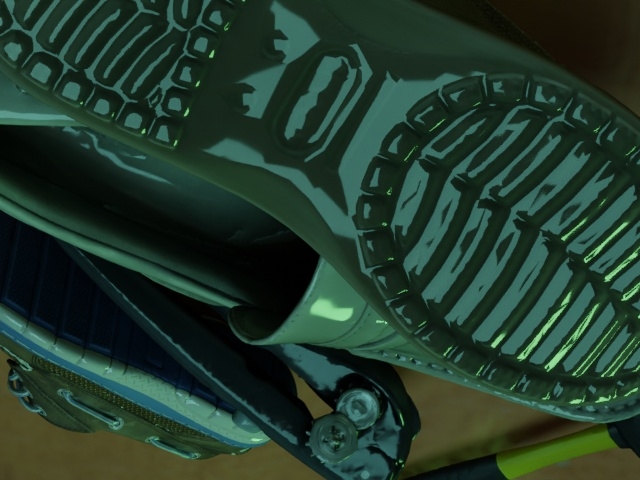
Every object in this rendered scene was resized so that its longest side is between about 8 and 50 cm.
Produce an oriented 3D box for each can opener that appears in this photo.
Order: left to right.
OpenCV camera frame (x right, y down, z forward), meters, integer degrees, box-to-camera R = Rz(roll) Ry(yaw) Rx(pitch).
[{"bbox_3d":[-0.035,0.040,0.666,0.186,0.073,0.059,36,87,-13],"label":"can opener"}]

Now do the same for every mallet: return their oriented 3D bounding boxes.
[{"bbox_3d":[0.096,0.107,0.742,0.189,0.039,0.062,-28,126,33],"label":"mallet"}]

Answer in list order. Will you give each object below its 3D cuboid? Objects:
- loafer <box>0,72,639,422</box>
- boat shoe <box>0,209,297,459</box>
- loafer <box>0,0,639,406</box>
[{"bbox_3d":[0.000,0.000,0.599,0.319,0.111,0.112,24,132,-15],"label":"loafer"},{"bbox_3d":[-0.100,0.049,0.686,0.183,0.066,0.066,33,129,-21],"label":"boat shoe"},{"bbox_3d":[0.017,-0.043,0.499,0.268,0.092,0.102,33,109,-21],"label":"loafer"}]
